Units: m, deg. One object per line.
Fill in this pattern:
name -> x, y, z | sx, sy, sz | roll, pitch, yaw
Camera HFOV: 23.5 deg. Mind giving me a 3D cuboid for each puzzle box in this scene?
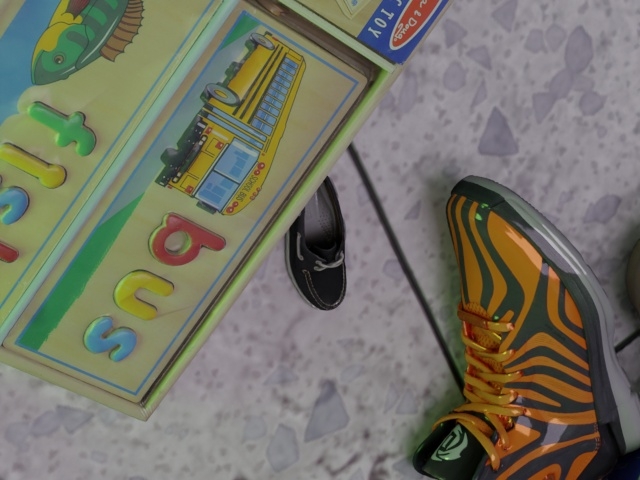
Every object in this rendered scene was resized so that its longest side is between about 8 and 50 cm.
puzzle box -> -0.113, -0.089, 1.013 | 0.272, 0.052, 0.409 | 27, 105, -34

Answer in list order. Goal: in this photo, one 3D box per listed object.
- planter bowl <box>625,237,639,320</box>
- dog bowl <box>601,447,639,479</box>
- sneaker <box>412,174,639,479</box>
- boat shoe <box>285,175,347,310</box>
planter bowl -> 0.335, 0.039, 1.334 | 0.162, 0.109, 0.162 | -9, 109, -27
dog bowl -> 0.371, 0.267, 1.336 | 0.264, 0.104, 0.265 | 3, 79, -18
sneaker -> 0.145, 0.111, 1.239 | 0.180, 0.124, 0.321 | -39, 121, -15
boat shoe -> 0.000, 0.000, 1.170 | 0.046, 0.038, 0.125 | -18, 114, -24
